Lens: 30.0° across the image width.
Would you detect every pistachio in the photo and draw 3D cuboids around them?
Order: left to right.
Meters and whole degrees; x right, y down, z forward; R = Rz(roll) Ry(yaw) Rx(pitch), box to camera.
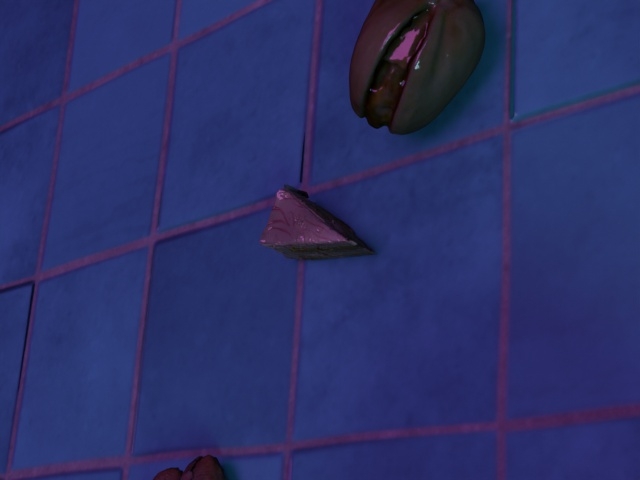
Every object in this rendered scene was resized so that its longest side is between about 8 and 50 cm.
[{"bbox_3d":[0.081,-0.164,1.046,0.149,0.113,0.113,-57,41,25],"label":"pistachio"}]

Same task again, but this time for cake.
[{"bbox_3d":[0.000,0.000,1.105,0.121,0.052,0.065,32,93,48],"label":"cake"}]

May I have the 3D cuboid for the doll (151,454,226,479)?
[{"bbox_3d":[-0.155,0.334,1.064,0.201,0.156,0.303,-36,46,41],"label":"doll"}]
